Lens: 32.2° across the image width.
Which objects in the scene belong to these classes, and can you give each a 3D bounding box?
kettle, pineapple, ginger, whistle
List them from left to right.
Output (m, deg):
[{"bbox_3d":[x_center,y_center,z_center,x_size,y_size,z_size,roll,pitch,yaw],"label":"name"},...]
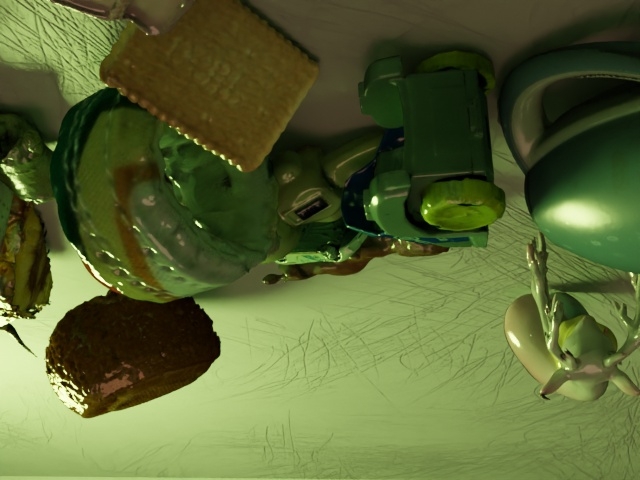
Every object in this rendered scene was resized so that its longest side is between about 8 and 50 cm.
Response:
[{"bbox_3d":[-0.441,-0.138,1.449,0.290,0.089,0.137,33,162,-38],"label":"ginger"},{"bbox_3d":[-0.530,0.057,1.790,0.161,0.158,0.334,7,156,-5],"label":"pineapple"},{"bbox_3d":[-0.032,-0.075,1.499,0.294,0.141,0.141,-37,141,12],"label":"whistle"},{"bbox_3d":[0.363,-0.100,1.259,0.342,0.247,0.319,-6,129,52],"label":"kettle"}]

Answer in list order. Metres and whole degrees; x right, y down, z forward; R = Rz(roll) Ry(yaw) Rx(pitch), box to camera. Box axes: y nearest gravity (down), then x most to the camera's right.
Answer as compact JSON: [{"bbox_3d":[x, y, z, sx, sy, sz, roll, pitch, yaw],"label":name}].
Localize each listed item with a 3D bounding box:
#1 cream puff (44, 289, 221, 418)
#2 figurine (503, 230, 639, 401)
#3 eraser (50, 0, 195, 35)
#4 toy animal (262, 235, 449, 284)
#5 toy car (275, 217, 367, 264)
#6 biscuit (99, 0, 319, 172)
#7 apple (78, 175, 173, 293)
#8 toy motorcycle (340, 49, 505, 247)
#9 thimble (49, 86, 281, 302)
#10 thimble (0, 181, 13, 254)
[{"bbox_3d":[-0.338,0.181,1.940,0.303,0.212,0.303,-23,171,-4],"label":"cream puff"},{"bbox_3d":[0.392,0.124,1.728,0.206,0.284,0.315,-2,-179,-8],"label":"figurine"},{"bbox_3d":[-0.180,-0.336,0.922,0.272,0.122,0.359,16,152,-23],"label":"eraser"},{"bbox_3d":[0.069,0.006,1.660,0.157,0.097,0.312,17,155,-38],"label":"toy animal"},{"bbox_3d":[0.000,0.000,1.565,0.186,0.093,0.058,-3,137,44],"label":"toy car"},{"bbox_3d":[-0.117,-0.188,1.227,0.249,0.160,0.030,30,-176,-45],"label":"biscuit"},{"bbox_3d":[-0.258,-0.011,1.577,0.181,0.181,0.168,7,155,-5],"label":"apple"},{"bbox_3d":[0.119,-0.073,1.352,0.200,0.191,0.326,-3,158,4],"label":"toy motorcycle"},{"bbox_3d":[-0.177,-0.063,1.336,0.167,0.254,0.288,-13,131,34],"label":"thimble"},{"bbox_3d":[-0.543,-0.054,1.566,0.185,0.149,0.211,-13,150,37],"label":"thimble"}]
